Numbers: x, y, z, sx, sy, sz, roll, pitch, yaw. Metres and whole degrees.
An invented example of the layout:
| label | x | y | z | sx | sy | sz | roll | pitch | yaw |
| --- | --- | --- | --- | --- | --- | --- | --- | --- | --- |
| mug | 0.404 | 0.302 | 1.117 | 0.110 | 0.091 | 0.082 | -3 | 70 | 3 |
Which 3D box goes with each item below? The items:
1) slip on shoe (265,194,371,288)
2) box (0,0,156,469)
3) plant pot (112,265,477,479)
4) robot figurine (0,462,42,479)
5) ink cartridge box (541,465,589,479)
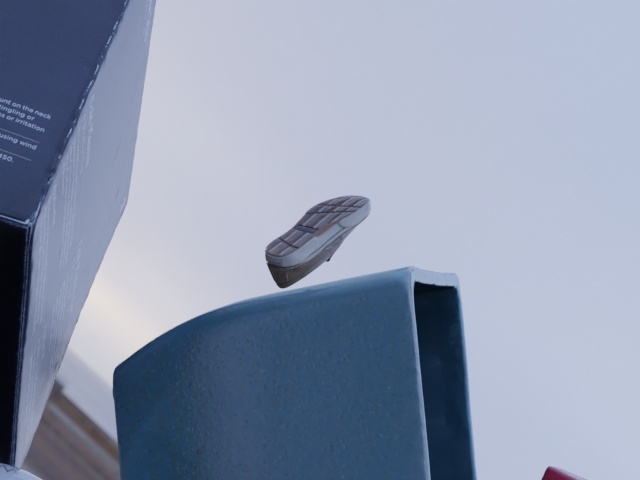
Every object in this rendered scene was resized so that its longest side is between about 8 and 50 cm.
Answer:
| label | x | y | z | sx | sy | sz | roll | pitch | yaw |
| --- | --- | --- | --- | --- | --- | --- | --- | --- | --- |
| slip on shoe | 0.000 | 0.000 | 1.631 | 0.051 | 0.135 | 0.041 | 14 | -52 | 37 |
| box | -0.257 | -0.045 | 1.256 | 0.179 | 0.312 | 0.343 | 17 | -40 | 0 |
| plant pot | -0.020 | 0.158 | 1.301 | 0.247 | 0.252 | 0.248 | 11 | 73 | -77 |
| robot figurine | -0.255 | 0.278 | 1.148 | 0.209 | 0.173 | 0.278 | 59 | 19 | -26 |
| ink cartridge box | 0.262 | 0.293 | 1.424 | 0.176 | 0.128 | 0.127 | 25 | -3 | 31 |
